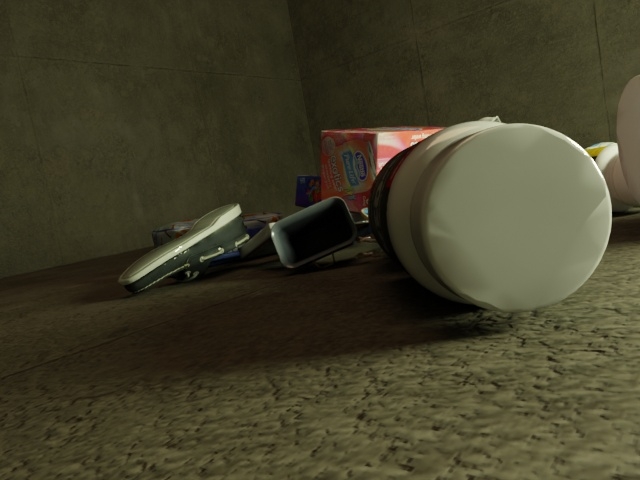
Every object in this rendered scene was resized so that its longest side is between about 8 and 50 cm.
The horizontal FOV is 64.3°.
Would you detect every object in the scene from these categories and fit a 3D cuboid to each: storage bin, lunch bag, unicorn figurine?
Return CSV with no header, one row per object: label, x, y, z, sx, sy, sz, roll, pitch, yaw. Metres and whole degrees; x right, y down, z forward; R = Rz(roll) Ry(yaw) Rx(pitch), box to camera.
storage bin,0.000,0.000,0.866,0.135,0.098,0.091,-25,-15,8
lunch bag,-0.246,0.000,1.232,0.303,0.115,0.243,-12,8,-35
unicorn figurine,0.117,0.005,0.817,0.111,0.060,0.162,-2,16,-19

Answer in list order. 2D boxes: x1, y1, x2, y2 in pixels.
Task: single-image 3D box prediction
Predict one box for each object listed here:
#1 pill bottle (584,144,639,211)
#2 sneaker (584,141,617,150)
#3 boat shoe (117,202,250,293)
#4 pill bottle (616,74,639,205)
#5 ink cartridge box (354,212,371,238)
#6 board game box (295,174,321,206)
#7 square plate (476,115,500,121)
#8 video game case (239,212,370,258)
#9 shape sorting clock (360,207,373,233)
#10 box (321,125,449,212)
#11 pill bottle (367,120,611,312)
pill bottle,0.503,-0.109,0.926,0.119,0.119,0.208,-12,5,-19
sneaker,0.651,-0.163,1.136,0.237,0.085,0.086,14,0,-41
boat shoe,-0.247,0.028,0.993,0.114,0.091,0.302,-4,26,45
pill bottle,0.600,-0.152,0.598,0.408,0.229,0.229,-9,5,14
ink cartridge box,0.001,-0.028,1.352,0.176,0.069,0.371,-11,7,-18
board game box,0.109,-0.110,1.373,0.233,0.078,0.347,5,1,21
square plate,0.330,-0.180,1.315,0.347,0.049,0.344,-50,-12,21
video game case,-0.002,-0.014,1.034,0.285,0.025,0.204,-8,-10,-26
shape sorting clock,0.160,-0.020,0.743,0.206,0.040,0.206,10,17,-3
box,0.149,-0.153,1.046,0.142,0.154,0.300,13,19,41
pill bottle,0.137,-0.028,0.497,0.161,0.161,0.283,-10,5,1
